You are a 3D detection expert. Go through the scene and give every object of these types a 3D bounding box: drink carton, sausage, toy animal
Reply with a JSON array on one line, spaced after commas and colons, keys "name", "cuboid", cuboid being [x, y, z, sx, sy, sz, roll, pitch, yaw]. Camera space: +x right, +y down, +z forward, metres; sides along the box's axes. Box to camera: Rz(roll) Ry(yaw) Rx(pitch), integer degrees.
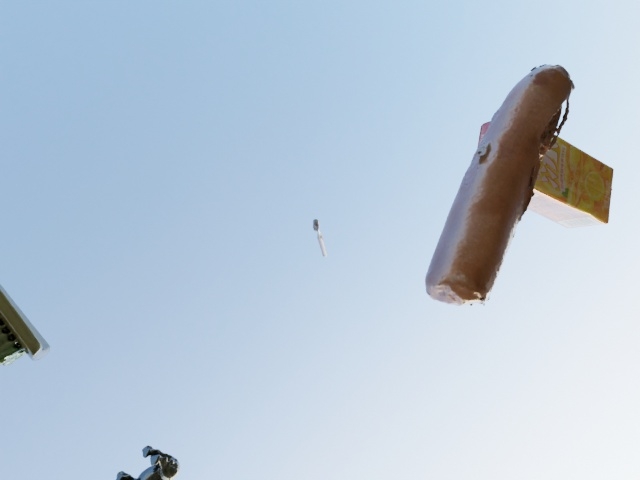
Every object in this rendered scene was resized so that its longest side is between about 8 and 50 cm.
[{"name": "drink carton", "cuboid": [0.329, -0.096, 0.734, 0.223, 0.071, 0.095, 17, -102, -27]}, {"name": "sausage", "cuboid": [0.203, -0.067, 0.567, 0.079, 0.087, 0.326, 32, -110, -8]}, {"name": "toy animal", "cuboid": [-0.265, 0.360, 0.727, 0.136, 0.047, 0.065, -43, -52, -5]}]

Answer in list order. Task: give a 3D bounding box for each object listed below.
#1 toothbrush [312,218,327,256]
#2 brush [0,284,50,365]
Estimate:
[{"name": "toothbrush", "cuboid": [0.000, 0.000, 0.556, 0.006, 0.097, 0.008, 6, -112, 10]}, {"name": "brush", "cuboid": [-0.378, 0.012, 0.507, 0.048, 0.054, 0.282, -36, -92, -28]}]
